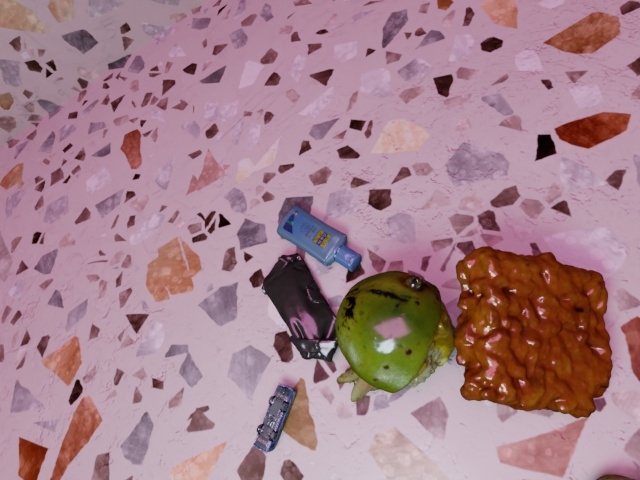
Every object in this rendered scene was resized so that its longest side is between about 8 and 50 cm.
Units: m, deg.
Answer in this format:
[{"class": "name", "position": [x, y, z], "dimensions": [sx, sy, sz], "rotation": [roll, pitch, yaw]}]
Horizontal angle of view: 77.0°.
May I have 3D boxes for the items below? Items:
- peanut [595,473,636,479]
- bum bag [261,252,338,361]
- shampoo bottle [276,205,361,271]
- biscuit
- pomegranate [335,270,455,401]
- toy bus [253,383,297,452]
[{"class": "peanut", "position": [0.557, 0.465, 0.682], "dimensions": [0.253, 0.122, 0.137], "rotation": [-22, 55, 8]}, {"class": "bum bag", "position": [-0.053, 0.177, 1.056], "dimensions": [0.142, 0.079, 0.326], "rotation": [-30, 58, -2]}, {"class": "shampoo bottle", "position": [0.000, 0.000, 1.113], "dimensions": [0.258, 0.061, 0.103], "rotation": [32, 82, 28]}, {"class": "biscuit", "position": [0.425, 0.178, 0.803], "dimensions": [0.318, 0.110, 0.312], "rotation": [12, 73, -10]}, {"class": "pomegranate", "position": [0.142, 0.214, 0.879], "dimensions": [0.260, 0.260, 0.340], "rotation": [44, 116, 29]}, {"class": "toy bus", "position": [-0.107, 0.430, 0.978], "dimensions": [0.051, 0.061, 0.153], "rotation": [15, 73, 27]}]
